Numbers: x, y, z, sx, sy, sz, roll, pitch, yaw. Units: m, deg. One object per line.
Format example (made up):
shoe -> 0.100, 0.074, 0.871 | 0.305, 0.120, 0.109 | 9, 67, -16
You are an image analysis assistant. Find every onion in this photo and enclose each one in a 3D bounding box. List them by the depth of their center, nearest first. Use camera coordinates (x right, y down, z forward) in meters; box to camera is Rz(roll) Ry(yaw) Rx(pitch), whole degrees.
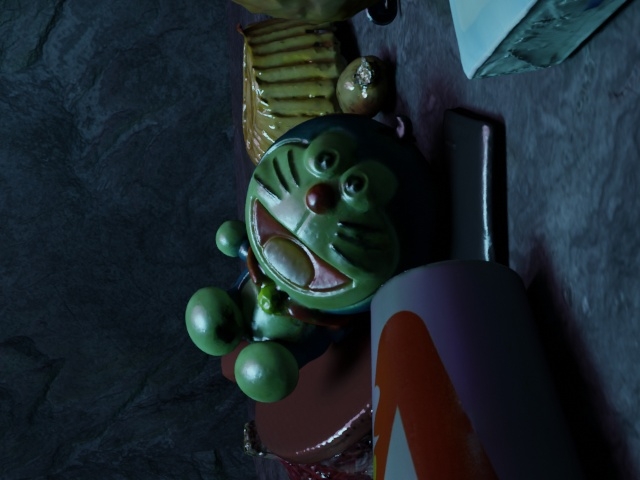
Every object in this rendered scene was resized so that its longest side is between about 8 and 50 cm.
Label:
onion -> 0.010, 0.233, 1.306 | 0.252, 0.219, 0.252 | 176, 90, -68

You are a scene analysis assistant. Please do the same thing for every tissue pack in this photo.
tissue pack -> 0.131, -0.260, 0.694 | 0.177, 0.089, 0.263 | 129, 131, -78

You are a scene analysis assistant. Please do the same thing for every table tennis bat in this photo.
table tennis bat -> -0.004, 0.127, 1.185 | 0.415, 0.051, 0.268 | -17, 42, 57

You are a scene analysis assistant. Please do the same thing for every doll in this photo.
doll -> 0.001, 0.001, 1.067 | 0.198, 0.186, 0.322 | 46, 120, 12

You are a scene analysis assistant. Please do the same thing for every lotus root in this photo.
lotus root -> 0.050, -0.183, 1.258 | 0.152, 0.063, 0.072 | 113, 159, -77

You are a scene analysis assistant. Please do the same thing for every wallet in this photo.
wallet -> 0.141, 0.003, 0.974 | 0.124, 0.025, 0.244 | -129, 34, -72

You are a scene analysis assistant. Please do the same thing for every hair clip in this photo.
hair clip -> 0.059, -0.353, 1.195 | 0.070, 0.039, 0.229 | 100, 165, -56

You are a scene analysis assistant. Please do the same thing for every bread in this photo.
bread -> -0.036, -0.191, 1.485 | 0.274, 0.149, 0.274 | 174, 90, -84

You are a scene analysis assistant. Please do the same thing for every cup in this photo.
cup -> 0.118, 0.172, 0.815 | 0.203, 0.203, 0.288 | 100, 168, -58

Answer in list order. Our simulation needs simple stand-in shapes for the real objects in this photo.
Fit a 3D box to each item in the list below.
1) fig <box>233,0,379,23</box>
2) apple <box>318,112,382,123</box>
fig -> 0.030, -0.367, 0.907 | 0.369, 0.286, 0.286 | -32, 59, 38
apple -> 0.037, -0.068, 1.218 | 0.163, 0.139, 0.163 | -176, 90, -90
